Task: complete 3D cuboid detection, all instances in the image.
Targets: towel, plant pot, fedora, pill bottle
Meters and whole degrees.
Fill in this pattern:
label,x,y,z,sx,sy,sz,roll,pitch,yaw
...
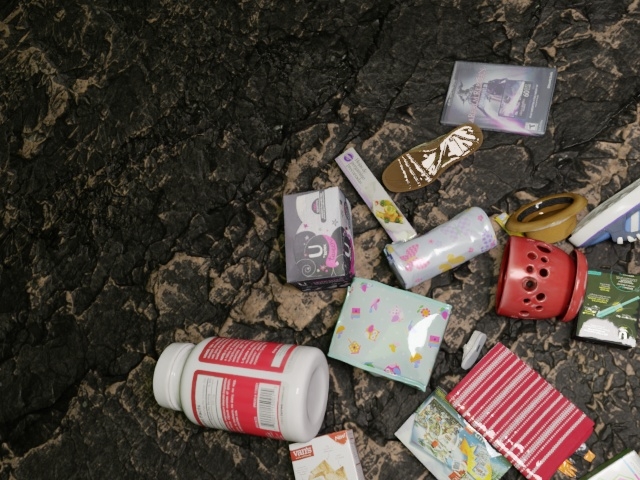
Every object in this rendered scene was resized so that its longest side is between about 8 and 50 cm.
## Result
label,x,y,z,sx,sy,sz,roll,pitch,yaw
towel,0.453,0.393,1.257,0.199,0.031,0.275,-41,66,-13
plant pot,0.505,0.096,1.269,0.174,0.191,0.191,12,78,13
fedora,0.552,-0.045,1.331,0.194,0.194,0.079,-24,106,10
pill bottle,-0.201,0.364,1.391,0.408,0.229,0.229,3,75,19

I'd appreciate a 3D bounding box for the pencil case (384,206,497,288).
label,x,y,z,sx,sy,sz,roll,pitch,yaw
pencil case,0.298,0.017,1.374,0.273,0.113,0.124,-24,48,0

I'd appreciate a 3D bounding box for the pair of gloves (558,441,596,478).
label,x,y,z,sx,sy,sz,roll,pitch,yaw
pair of gloves,0.561,0.482,1.230,0.074,0.010,0.083,40,88,24

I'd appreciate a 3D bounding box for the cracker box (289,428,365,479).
label,x,y,z,sx,sy,sz,roll,pitch,yaw
cracker box,0.027,0.595,1.339,0.156,0.067,0.232,-19,69,11

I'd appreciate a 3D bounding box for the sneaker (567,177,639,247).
label,x,y,z,sx,sy,sz,roll,pitch,yaw
sneaker,0.769,-0.020,1.247,0.323,0.130,0.236,-41,84,23

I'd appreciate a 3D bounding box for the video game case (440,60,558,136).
label,x,y,z,sx,sy,sz,roll,pitch,yaw
video game case,0.484,-0.390,1.502,0.274,0.026,0.196,12,78,20

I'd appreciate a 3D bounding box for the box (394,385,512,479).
label,x,y,z,sx,sy,sz,roll,pitch,yaw
box,0.314,0.482,1.291,0.159,0.044,0.233,-47,66,0

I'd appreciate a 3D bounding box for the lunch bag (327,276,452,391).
label,x,y,z,sx,sy,sz,roll,pitch,yaw
lunch bag,0.166,0.225,1.354,0.262,0.160,0.223,17,81,16

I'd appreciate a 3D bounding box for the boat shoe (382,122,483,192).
label,x,y,z,sx,sy,sz,roll,pitch,yaw
boat shoe,0.301,-0.217,1.487,0.285,0.089,0.104,-26,94,12

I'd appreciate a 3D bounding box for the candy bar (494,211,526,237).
label,x,y,z,sx,sy,sz,roll,pitch,yaw
candy bar,0.501,-0.010,1.388,0.040,0.018,0.161,-37,67,1

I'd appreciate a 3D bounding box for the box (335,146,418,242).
label,x,y,z,sx,sy,sz,roll,pitch,yaw
box,0.153,-0.114,1.505,0.063,0.067,0.324,-35,66,4

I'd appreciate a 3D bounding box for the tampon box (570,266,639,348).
label,x,y,z,sx,sy,sz,roll,pitch,yaw
tampon box,0.648,0.155,1.247,0.120,0.101,0.161,10,79,21

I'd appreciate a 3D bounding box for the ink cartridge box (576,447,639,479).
label,x,y,z,sx,sy,sz,roll,pitch,yaw
ink cartridge box,0.609,0.547,1.167,0.209,0.062,0.109,-36,68,6

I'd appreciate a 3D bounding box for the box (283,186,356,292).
label,x,y,z,sx,sy,sz,roll,pitch,yaw
box,0.000,0.000,1.480,0.163,0.142,0.247,-9,72,16

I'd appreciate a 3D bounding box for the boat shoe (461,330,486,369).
label,x,y,z,sx,sy,sz,roll,pitch,yaw
boat shoe,0.367,0.266,1.347,0.035,0.035,0.100,26,87,50
